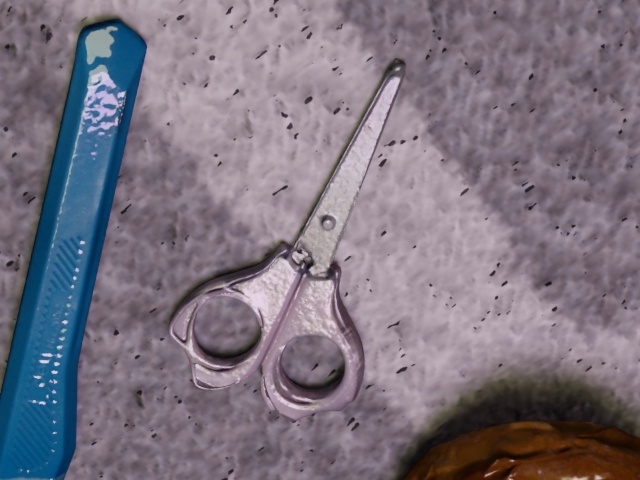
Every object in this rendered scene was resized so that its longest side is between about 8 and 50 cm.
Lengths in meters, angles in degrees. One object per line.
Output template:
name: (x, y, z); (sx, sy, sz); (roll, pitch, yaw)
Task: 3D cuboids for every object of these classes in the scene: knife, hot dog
knife: (-0.124, 0.037, 0.706); (0.044, 0.026, 0.296); (12, 110, -12)
hot dog: (0.103, 0.184, 0.746); (0.161, 0.099, 0.226); (25, 111, -14)

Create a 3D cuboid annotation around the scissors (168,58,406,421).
scissors: (0.000, 0.000, 0.703); (0.100, 0.015, 0.189); (22, 110, -11)
